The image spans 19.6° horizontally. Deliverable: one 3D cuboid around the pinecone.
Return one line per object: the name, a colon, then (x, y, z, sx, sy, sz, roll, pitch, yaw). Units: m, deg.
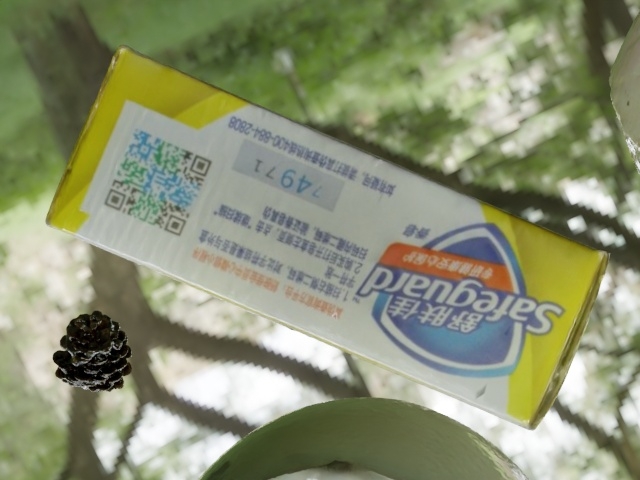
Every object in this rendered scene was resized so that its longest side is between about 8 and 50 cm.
pinecone: (-0.213, 0.105, 1.755, 0.077, 0.077, 0.083, -35, 152, -46)

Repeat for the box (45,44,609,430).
box: (0.000, 0.000, 0.966, 0.168, 0.265, 0.097, -179, -67, -85)

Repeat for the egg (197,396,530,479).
egg: (0.046, 0.295, 1.564, 0.354, 0.354, 0.340, -24, -173, 15)

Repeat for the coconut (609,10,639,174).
coconut: (0.400, -0.151, 1.489, 0.329, 0.329, 0.329, -26, -172, 4)
